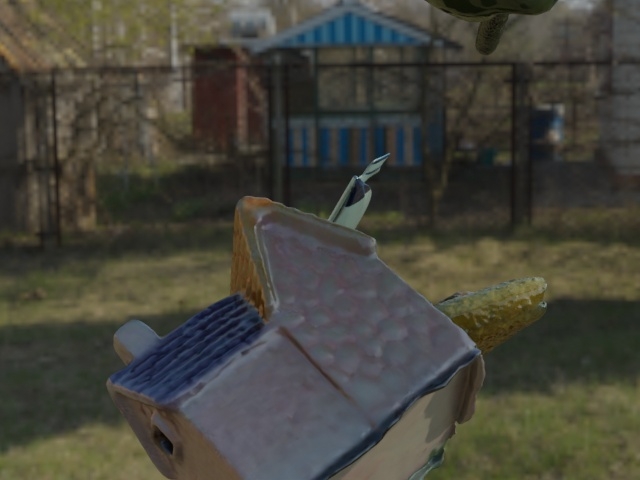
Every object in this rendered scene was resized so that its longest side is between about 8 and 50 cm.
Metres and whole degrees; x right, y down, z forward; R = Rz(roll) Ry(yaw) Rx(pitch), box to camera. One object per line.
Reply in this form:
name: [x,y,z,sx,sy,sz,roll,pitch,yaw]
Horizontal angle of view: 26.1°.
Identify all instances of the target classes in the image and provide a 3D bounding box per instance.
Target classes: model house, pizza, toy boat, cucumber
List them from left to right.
model house: [-0.035,0.123,1.142,0.237,0.202,0.237,-37,67,-22]
toy boat: [0.000,0.000,1.632,0.067,0.291,0.220,41,39,18]
pizza: [0.131,0.127,1.752,0.258,0.087,0.268,-20,-10,-23]
cucumber: [0.203,-0.255,1.633,0.032,0.032,0.133,-1,-18,-1]

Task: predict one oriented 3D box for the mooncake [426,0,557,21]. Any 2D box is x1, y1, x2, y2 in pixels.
mooncake: [0.167,-0.324,1.056,0.351,0.187,0.351,-10,49,11]
